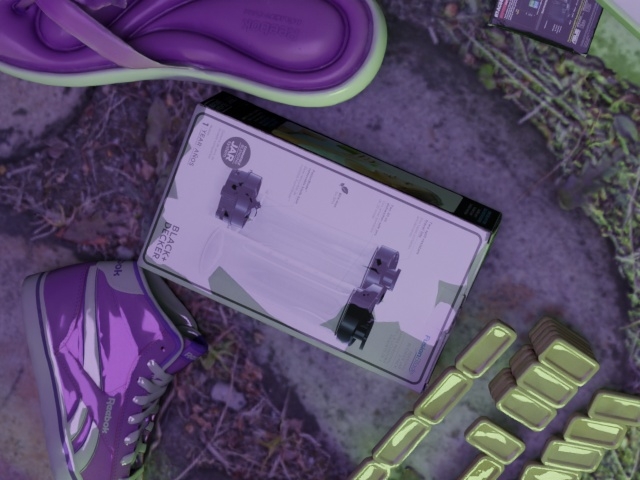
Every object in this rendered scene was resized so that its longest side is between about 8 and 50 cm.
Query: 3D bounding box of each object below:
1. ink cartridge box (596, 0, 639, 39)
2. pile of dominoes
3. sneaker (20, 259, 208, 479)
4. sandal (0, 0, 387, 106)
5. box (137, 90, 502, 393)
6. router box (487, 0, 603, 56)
[{"bbox_3d":[0.311,-0.369,1.391,0.279,0.160,0.385,41,100,-3],"label":"ink cartridge box"},{"bbox_3d":[0.157,0.184,1.622,0.196,0.040,0.251,32,110,-26],"label":"pile of dominoes"},{"bbox_3d":[-0.177,0.156,1.672,0.161,0.102,0.282,-10,100,11],"label":"sneaker"},{"bbox_3d":[-0.147,-0.219,1.557,0.416,0.102,0.169,7,81,11],"label":"sandal"},{"bbox_3d":[0.000,0.000,1.605,0.290,0.087,0.169,23,106,6],"label":"box"},{"bbox_3d":[0.208,-0.231,1.534,0.092,0.038,0.122,20,105,6],"label":"router box"}]
